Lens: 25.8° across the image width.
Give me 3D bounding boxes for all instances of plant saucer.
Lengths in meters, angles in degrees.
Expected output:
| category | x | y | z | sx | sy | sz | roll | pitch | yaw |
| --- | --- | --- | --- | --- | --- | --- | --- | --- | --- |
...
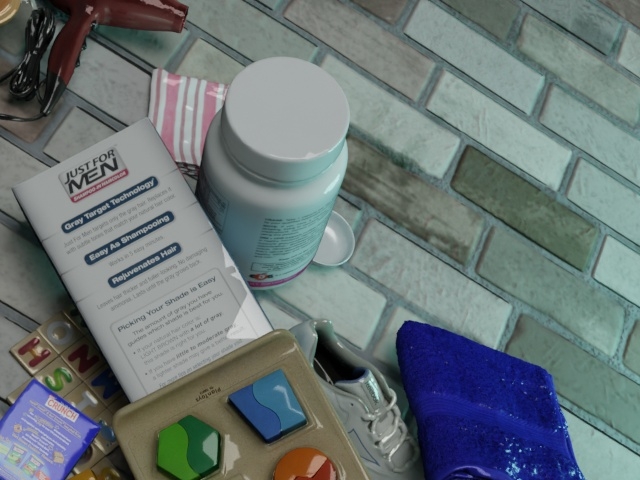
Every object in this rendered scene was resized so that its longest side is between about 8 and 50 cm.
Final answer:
| category | x | y | z | sx | sy | sz | roll | pitch | yaw |
| --- | --- | --- | --- | --- | --- | --- | --- | --- | --- |
| plant saucer | -0.400 | -0.292 | 1.666 | 0.083 | 0.013 | 0.083 | 4 | 67 | -10 |

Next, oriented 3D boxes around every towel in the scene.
| category | x | y | z | sx | sy | sz | roll | pitch | yaw |
| --- | --- | --- | --- | --- | --- | --- | --- | --- | --- |
| towel | 0.205 | 0.215 | 1.602 | 0.228 | 0.076 | 0.308 | 27 | 23 | -20 |
| towel | -0.123 | -0.141 | 1.769 | 0.197 | 0.029 | 0.144 | 11 | 57 | -21 |

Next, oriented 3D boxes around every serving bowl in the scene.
| category | x | y | z | sx | sy | sz | roll | pitch | yaw |
| --- | --- | --- | --- | --- | --- | --- | --- | --- | --- |
| serving bowl | 0.000 | 0.000 | 1.749 | 0.083 | 0.027 | 0.083 | 12 | 58 | -20 |

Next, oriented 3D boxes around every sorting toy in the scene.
| category | x | y | z | sx | sy | sz | roll | pitch | yaw |
| --- | --- | --- | --- | --- | --- | --- | --- | --- | --- |
| sorting toy | -0.116 | 0.249 | 1.398 | 0.307 | 0.041 | 0.229 | -27 | 73 | -7 |

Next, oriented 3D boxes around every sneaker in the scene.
| category | x | y | z | sx | sy | sz | roll | pitch | yaw |
| --- | --- | --- | --- | --- | --- | --- | --- | --- | --- |
| sneaker | 0.045 | 0.215 | 1.585 | 0.297 | 0.129 | 0.111 | 47 | 51 | 3 |

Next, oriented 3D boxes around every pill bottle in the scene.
| category | x | y | z | sx | sy | sz | roll | pitch | yaw |
| --- | --- | --- | --- | --- | --- | --- | --- | --- | --- |
| pill bottle | -0.057 | -0.073 | 1.586 | 0.160 | 0.283 | 0.160 | 5 | 61 | -9 |

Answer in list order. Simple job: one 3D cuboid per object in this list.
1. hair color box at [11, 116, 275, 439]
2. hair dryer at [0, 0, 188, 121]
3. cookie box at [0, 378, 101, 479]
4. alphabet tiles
| category | x | y | z | sx | sy | sz | roll | pitch | yaw |
| --- | --- | --- | --- | --- | --- | --- | --- | --- | --- |
| hair color box | -0.177 | 0.059 | 1.532 | 0.174 | 0.105 | 0.347 | -29 | 77 | -10 |
| hair dryer | -0.303 | -0.256 | 1.726 | 0.294 | 0.080 | 0.223 | -19 | 74 | -18 |
| cookie box | -0.297 | 0.215 | 1.460 | 0.092 | 0.040 | 0.107 | 37 | 61 | -3 |
| alphabet tiles | -0.223 | 0.175 | 1.549 | 0.237 | 0.009 | 0.198 | 47 | 53 | 4 |
